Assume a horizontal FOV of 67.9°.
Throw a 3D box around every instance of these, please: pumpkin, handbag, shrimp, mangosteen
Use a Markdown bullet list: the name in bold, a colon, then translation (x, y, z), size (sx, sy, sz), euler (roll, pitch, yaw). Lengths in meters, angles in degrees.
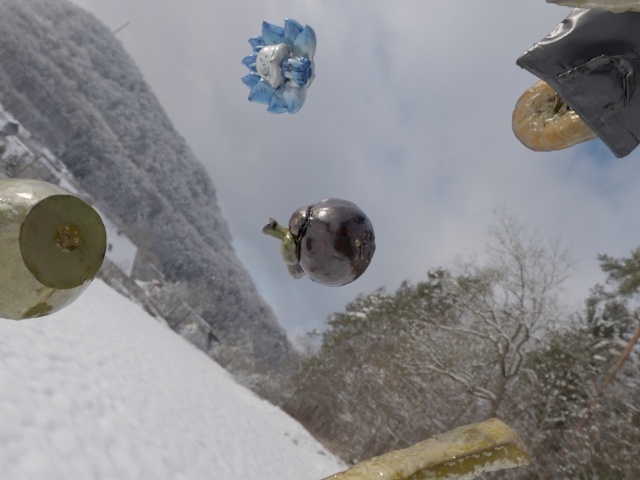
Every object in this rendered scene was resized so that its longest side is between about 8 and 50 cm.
- **pumpkin**: translation (-0.403, -0.001, 0.679), size (0.110, 0.217, 0.217), euler (-18, -57, 34)
- **handbag**: translation (0.490, -0.292, 0.785), size (0.254, 0.211, 0.089), euler (46, 18, 2)
- **shrimp**: translation (0.513, -0.267, 0.938), size (0.287, 0.063, 0.152), euler (-10, -83, 48)
- **mangosteen**: translation (0.010, 0.006, 0.865), size (0.184, 0.172, 0.172), euler (-16, -56, 34)

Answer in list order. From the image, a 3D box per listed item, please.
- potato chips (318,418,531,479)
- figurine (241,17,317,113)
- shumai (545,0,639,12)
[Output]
- **potato chips**: translation (0.078, 0.273, 0.526), size (0.057, 0.407, 0.080), euler (-138, -138, -57)
- **figurine**: translation (-0.056, -0.211, 0.575), size (0.114, 0.079, 0.114), euler (8, -72, 25)
- **shumai**: translation (0.349, -0.241, 0.416), size (0.263, 0.266, 0.314), euler (-3, -20, 34)
